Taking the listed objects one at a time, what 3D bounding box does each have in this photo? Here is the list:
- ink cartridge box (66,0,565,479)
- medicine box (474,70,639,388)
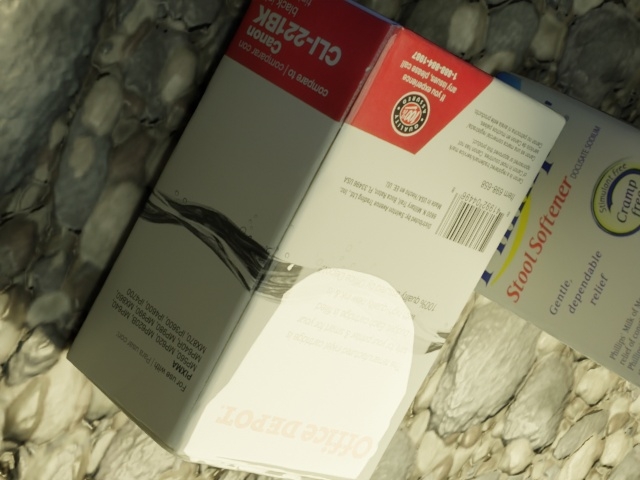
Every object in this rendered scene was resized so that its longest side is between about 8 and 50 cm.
[{"bbox_3d":[0.000,0.000,1.044,0.197,0.114,0.273,20,100,-51],"label":"ink cartridge box"},{"bbox_3d":[0.265,0.023,1.193,0.263,0.289,0.149,15,102,-49],"label":"medicine box"}]
